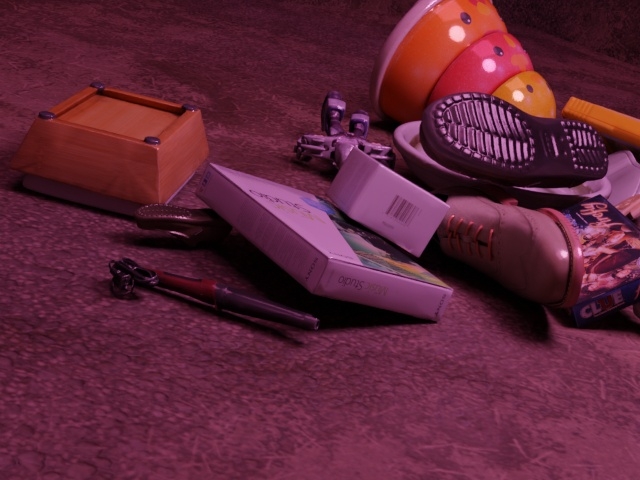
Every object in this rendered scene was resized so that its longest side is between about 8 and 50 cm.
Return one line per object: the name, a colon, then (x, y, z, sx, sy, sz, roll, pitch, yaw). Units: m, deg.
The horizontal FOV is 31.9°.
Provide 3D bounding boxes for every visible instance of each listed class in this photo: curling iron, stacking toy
curling iron: (-0.135, 0.073, 1.366, 0.274, 0.035, 0.068, 15, 25, 8)
stacking toy: (0.370, -0.276, 2.310, 0.480, 0.350, 0.350, 43, 32, 24)

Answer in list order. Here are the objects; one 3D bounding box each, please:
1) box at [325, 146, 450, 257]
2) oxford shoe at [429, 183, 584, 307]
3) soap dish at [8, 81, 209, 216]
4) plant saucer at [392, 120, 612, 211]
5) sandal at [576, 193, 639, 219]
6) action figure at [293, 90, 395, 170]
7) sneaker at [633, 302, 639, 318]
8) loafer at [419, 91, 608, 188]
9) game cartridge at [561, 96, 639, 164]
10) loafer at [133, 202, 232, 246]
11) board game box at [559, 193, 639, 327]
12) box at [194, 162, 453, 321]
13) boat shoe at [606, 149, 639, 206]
box: (0.098, -0.060, 1.686, 0.130, 0.091, 0.170, 29, 6, -16)
oxford shoe: (0.251, 0.008, 1.645, 0.146, 0.140, 0.397, 2, 12, -17)
soap dish: (-0.310, -0.146, 1.716, 0.229, 0.118, 0.291, 14, 22, 4)
plant saucer: (0.317, -0.109, 2.020, 0.400, 0.100, 0.400, 11, 21, -4)
sandal: (0.452, -0.041, 1.849, 0.240, 0.079, 0.088, -32, 7, -37)
action figure: (0.049, -0.179, 2.060, 0.185, 0.099, 0.285, 18, 24, -6)
sneaker: (0.587, 0.094, 1.657, 0.292, 0.110, 0.118, -1, 15, -33)
loafer: (0.291, -0.131, 1.764, 0.366, 0.134, 0.130, 10, -26, -32)
game cartridge: (0.670, -0.175, 2.306, 0.324, 0.052, 0.285, 26, -5, 36)
loafer: (-0.188, -0.018, 1.548, 0.148, 0.050, 0.056, 4, 20, -26)
board game box: (0.404, 0.025, 1.678, 0.165, 0.042, 0.243, -23, 29, -3)
box: (0.000, 0.000, 1.532, 0.232, 0.058, 0.322, 15, 16, -41)
boat shoe: (0.584, -0.089, 2.124, 0.114, 0.091, 0.302, -27, 14, 23)
